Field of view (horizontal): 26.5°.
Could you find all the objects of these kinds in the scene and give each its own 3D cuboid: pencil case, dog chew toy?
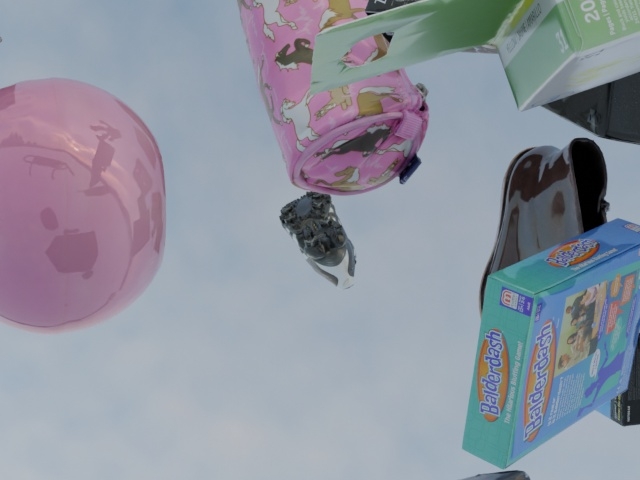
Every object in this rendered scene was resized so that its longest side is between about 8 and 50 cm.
[{"bbox_3d":[0.001,-0.239,1.539,0.167,0.386,0.160,-6,-32,-20],"label":"pencil case"},{"bbox_3d":[-0.293,-0.026,1.065,0.331,0.207,0.207,-1,-46,-16],"label":"dog chew toy"}]

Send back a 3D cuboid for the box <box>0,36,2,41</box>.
[{"bbox_3d":[-0.418,-0.283,1.206,0.216,0.060,0.270,4,-56,43],"label":"box"}]

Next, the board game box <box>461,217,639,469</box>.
[{"bbox_3d":[0.205,0.082,1.149,0.047,0.210,0.160,22,-63,34],"label":"board game box"}]

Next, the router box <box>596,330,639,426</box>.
[{"bbox_3d":[0.367,0.128,1.699,0.046,0.133,0.179,-4,-80,-16],"label":"router box"}]

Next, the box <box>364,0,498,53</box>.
[{"bbox_3d":[0.147,-0.288,1.384,0.147,0.180,0.077,8,-18,32],"label":"box"}]

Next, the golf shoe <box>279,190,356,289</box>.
[{"bbox_3d":[0.000,0.000,1.784,0.077,0.198,0.094,-25,-64,4],"label":"golf shoe"}]

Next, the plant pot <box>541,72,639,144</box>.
[{"bbox_3d":[0.273,-0.181,1.170,0.167,0.188,0.187,-13,-59,-27],"label":"plant pot"}]

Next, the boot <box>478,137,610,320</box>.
[{"bbox_3d":[0.223,0.028,1.333,0.090,0.207,0.248,-2,-92,-9],"label":"boot"}]

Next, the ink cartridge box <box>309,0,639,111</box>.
[{"bbox_3d":[0.114,-0.108,0.736,0.235,0.171,0.056,-20,-94,-3],"label":"ink cartridge box"}]

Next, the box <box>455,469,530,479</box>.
[{"bbox_3d":[0.008,0.340,0.734,0.179,0.312,0.343,-25,-98,52],"label":"box"}]
